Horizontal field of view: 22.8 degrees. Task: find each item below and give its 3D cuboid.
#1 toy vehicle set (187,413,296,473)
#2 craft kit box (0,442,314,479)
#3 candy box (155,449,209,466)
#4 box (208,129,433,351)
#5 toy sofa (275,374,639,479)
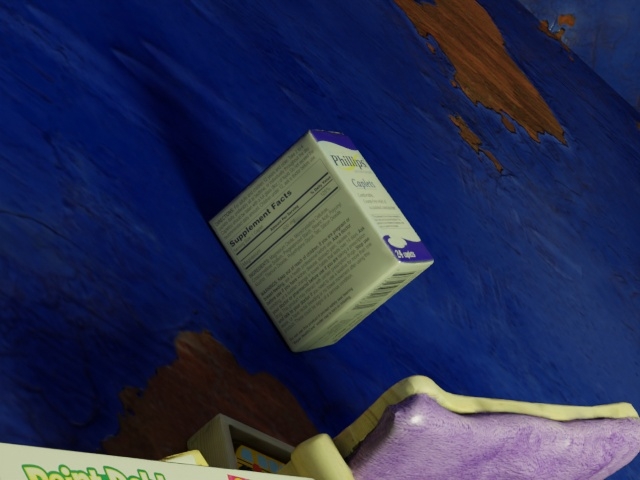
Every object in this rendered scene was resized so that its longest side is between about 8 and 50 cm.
[{"bbox_3d":[0.026,0.236,1.099,0.267,0.035,0.166,30,30,-38],"label":"toy vehicle set"},{"bbox_3d":[-0.149,0.170,0.611,0.246,0.250,0.061,15,40,-55],"label":"craft kit box"},{"bbox_3d":[-0.066,0.222,0.860,0.187,0.109,0.053,55,23,14],"label":"candy box"},{"bbox_3d":[0.000,0.000,1.301,0.137,0.126,0.072,56,25,15],"label":"box"},{"bbox_3d":[0.110,0.207,1.023,0.362,0.177,0.150,14,41,-55],"label":"toy sofa"}]
